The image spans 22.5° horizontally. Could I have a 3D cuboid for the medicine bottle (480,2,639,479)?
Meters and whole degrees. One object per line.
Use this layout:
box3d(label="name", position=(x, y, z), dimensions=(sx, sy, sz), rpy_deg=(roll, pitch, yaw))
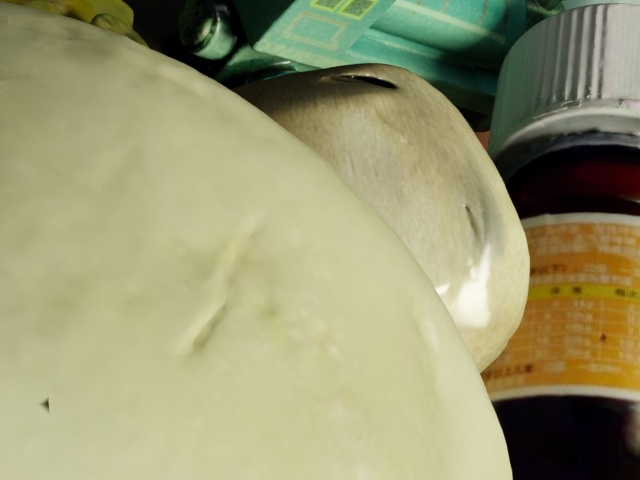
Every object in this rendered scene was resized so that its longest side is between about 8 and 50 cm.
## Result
box3d(label="medicine bottle", position=(0.177, 0.030, 1.034), dimensions=(0.242, 0.242, 0.395), rpy_deg=(27, 52, -27))

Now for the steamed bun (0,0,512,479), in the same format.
box3d(label="steamed bun", position=(-0.121, 0.114, 0.643), dimensions=(0.456, 0.290, 0.371), rpy_deg=(38, 38, -14))

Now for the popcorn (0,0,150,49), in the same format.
box3d(label="popcorn", position=(-0.146, -0.072, 0.934), dimensions=(0.173, 0.142, 0.173), rpy_deg=(27, 17, -9))

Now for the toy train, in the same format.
box3d(label="toy train", position=(0.050, -0.151, 1.150), dimensions=(0.298, 0.194, 0.120), rpy_deg=(10, 49, -42))

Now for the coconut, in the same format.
box3d(label="coconut", position=(0.000, 0.000, 0.887), dimensions=(0.224, 0.224, 0.224), rpy_deg=(27, 41, -27))

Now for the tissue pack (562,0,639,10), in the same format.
box3d(label="tissue pack", position=(0.201, -0.232, 1.323), dimensions=(0.089, 0.263, 0.177), rpy_deg=(11, 50, -44))
